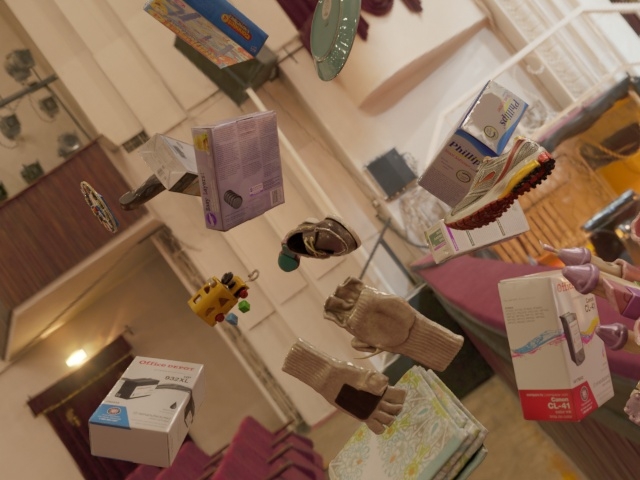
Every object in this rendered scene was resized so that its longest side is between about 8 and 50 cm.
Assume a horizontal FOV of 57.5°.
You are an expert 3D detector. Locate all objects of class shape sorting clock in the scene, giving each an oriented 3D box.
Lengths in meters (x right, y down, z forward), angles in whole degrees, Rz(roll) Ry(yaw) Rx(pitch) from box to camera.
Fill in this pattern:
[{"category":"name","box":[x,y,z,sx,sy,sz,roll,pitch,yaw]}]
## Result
[{"category":"shape sorting clock","box":[-0.779,-0.114,2.043,0.040,0.206,0.206,-40,-2,-24]}]

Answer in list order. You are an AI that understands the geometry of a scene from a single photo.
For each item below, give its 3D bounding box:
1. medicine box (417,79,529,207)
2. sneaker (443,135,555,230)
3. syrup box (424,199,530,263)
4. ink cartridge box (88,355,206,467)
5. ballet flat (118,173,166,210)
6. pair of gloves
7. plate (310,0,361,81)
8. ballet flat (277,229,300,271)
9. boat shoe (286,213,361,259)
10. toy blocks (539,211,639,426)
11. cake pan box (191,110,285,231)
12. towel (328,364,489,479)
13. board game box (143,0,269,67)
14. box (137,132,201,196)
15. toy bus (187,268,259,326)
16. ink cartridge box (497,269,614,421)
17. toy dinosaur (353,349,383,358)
[{"category":"medicine box","box":[0.462,-0.291,1.783,0.263,0.149,0.289,-54,-4,-32]},{"category":"sneaker","box":[0.321,-0.101,1.087,0.225,0.092,0.088,-41,-32,21]},{"category":"syrup box","box":[0.389,-0.025,1.456,0.237,0.096,0.093,-15,-13,-20]},{"category":"ink cartridge box","box":[-0.482,0.477,1.668,0.223,0.129,0.307,6,23,6]},{"category":"ballet flat","box":[-0.586,-0.175,2.028,0.250,0.084,0.058,-40,-39,-29]},{"category":"pair of gloves","box":[0.069,0.175,0.871,0.240,0.204,0.042,-55,4,31]},{"category":"plate","box":[0.017,-0.369,0.995,0.024,0.188,0.188,4,-22,-23]},{"category":"ballet flat","box":[-0.088,0.030,1.823,0.079,0.077,0.221,-61,-7,-24]},{"category":"boat shoe","box":[0.000,0.000,1.531,0.097,0.116,0.324,-38,16,-17]},{"category":"toy blocks","box":[0.517,0.113,0.976,0.288,0.260,0.309,-86,17,-68]},{"category":"cake pan box","box":[-0.188,-0.178,1.426,0.070,0.245,0.267,9,25,31]},{"category":"towel","box":[0.183,0.486,1.297,0.374,0.090,0.320,-50,17,3]},{"category":"board game box","box":[-0.354,-0.666,1.773,0.302,0.308,0.086,17,76,60]},{"category":"box","box":[-0.426,-0.230,1.850,0.087,0.169,0.290,-42,-13,11]},{"category":"toy bus","box":[-0.304,0.157,1.762,0.191,0.104,0.202,-18,42,29]},{"category":"ink cartridge box","box":[0.529,0.224,1.303,0.226,0.306,0.131,-6,-5,-45]},{"category":"toy dinosaur","box":[0.174,0.251,1.434,0.183,0.053,0.092,-42,16,-19]}]
